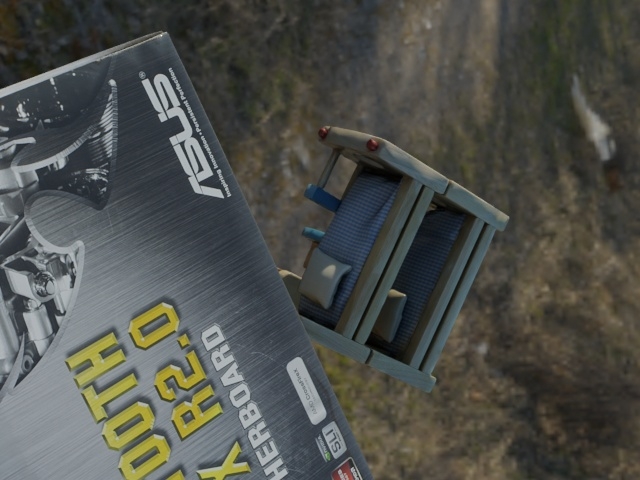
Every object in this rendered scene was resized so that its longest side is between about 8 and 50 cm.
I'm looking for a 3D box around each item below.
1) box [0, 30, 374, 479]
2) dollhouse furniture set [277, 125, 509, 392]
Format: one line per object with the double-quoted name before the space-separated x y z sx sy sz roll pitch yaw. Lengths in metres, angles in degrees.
"box" -0.088 0.063 0.407 0.183 0.056 0.231 -30 100 -38
"dollhouse furniture set" 0.000 0.000 0.773 0.129 0.183 0.129 28 85 -38
